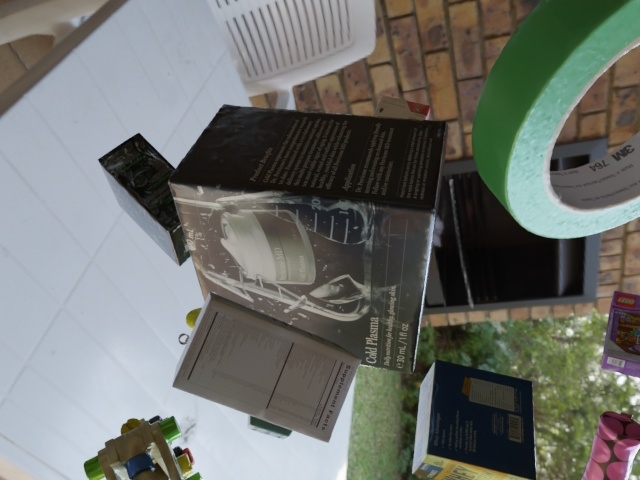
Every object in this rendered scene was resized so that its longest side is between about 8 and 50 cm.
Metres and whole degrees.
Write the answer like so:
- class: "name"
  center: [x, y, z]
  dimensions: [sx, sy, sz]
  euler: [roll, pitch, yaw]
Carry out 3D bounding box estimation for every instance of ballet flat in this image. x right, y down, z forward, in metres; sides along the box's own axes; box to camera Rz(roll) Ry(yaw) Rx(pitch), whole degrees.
- class: "ballet flat"
  center: [-0.293, 0.240, 1.479]
  dimensions: [0.077, 0.230, 0.077]
  euler: [28, 73, -77]

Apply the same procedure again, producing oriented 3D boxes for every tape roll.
- class: "tape roll"
  center: [0.323, -0.143, 0.544]
  dimensions: [0.321, 0.321, 0.077]
  euler: [63, 4, -48]

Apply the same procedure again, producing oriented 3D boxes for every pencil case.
- class: "pencil case"
  center: [0.593, 0.457, 1.052]
  dimensions: [0.098, 0.095, 0.210]
  euler: [-21, 125, -58]

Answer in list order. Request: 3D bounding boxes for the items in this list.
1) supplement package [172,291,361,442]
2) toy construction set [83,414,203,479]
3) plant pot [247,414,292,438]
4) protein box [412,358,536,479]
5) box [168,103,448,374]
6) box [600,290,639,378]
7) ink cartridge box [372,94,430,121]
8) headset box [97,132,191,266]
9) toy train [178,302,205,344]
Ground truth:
- class: "supplement package"
  center: [-0.085, 0.191, 0.794]
  dimensions: [0.139, 0.243, 0.134]
  euler: [-67, -169, -7]
- class: "toy construction set"
  center: [-0.216, 0.367, 0.697]
  dimensions: [0.215, 0.151, 0.328]
  euler: [49, -38, 41]
- class: "plant pot"
  center: [-0.106, 0.390, 1.360]
  dimensions: [0.165, 0.165, 0.235]
  euler: [115, -6, -63]
- class: "protein box"
  center: [0.306, 0.377, 1.039]
  dimensions: [0.136, 0.201, 0.200]
  euler: [96, 8, -51]
- class: "box"
  center: [0.000, 0.000, 1.101]
  dimensions: [0.298, 0.470, 0.480]
  euler: [-69, 162, -44]
- class: "box"
  center: [0.781, 0.226, 1.107]
  dimensions: [0.201, 0.293, 0.057]
  euler: [-53, 143, -38]
- class: "ink cartridge box"
  center: [0.222, -0.316, 1.534]
  dimensions: [0.092, 0.158, 0.218]
  euler: [87, 22, -58]
- class: "headset box"
  center: [-0.413, -0.092, 1.347]
  dimensions: [0.131, 0.283, 0.246]
  euler: [-42, 168, -22]
- class: "toy train"
  center: [-0.285, 0.217, 1.336]
  dimensions: [0.166, 0.125, 0.046]
  euler: [-56, 162, -11]
